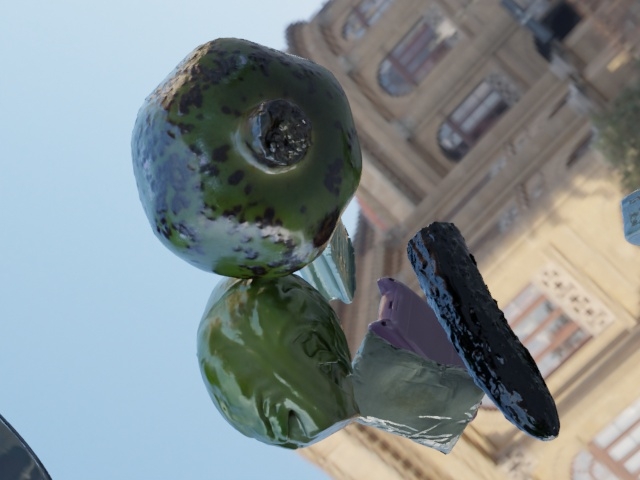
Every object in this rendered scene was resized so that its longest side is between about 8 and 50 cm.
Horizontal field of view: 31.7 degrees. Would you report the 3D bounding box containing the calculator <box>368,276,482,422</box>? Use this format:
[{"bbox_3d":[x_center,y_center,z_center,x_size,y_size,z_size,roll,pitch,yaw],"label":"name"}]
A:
[{"bbox_3d":[0.201,0.199,2.011,0.294,0.043,0.194,45,-150,-19],"label":"calculator"}]

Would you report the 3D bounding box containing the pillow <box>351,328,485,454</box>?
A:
[{"bbox_3d":[0.138,0.240,1.759,0.229,0.148,0.050,22,-175,-16],"label":"pillow"}]

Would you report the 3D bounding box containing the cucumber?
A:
[{"bbox_3d":[0.185,0.105,1.298,0.081,0.072,0.303,0,-135,-27],"label":"cucumber"}]

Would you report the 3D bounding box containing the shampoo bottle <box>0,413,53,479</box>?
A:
[{"bbox_3d":[-0.529,0.332,1.272,0.331,0.343,0.331,44,178,2],"label":"shampoo bottle"}]

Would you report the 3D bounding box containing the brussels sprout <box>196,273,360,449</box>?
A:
[{"bbox_3d":[-0.048,0.129,1.277,0.223,0.161,0.223,-21,-90,-83],"label":"brussels sprout"}]

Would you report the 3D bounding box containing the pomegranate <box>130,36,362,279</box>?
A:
[{"bbox_3d":[-0.073,-0.085,1.153,0.254,0.254,0.270,39,166,-13],"label":"pomegranate"}]

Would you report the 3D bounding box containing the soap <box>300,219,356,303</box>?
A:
[{"bbox_3d":[0.000,0.000,1.562,0.198,0.063,0.115,64,-160,-60],"label":"soap"}]

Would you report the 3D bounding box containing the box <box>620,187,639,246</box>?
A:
[{"bbox_3d":[0.763,-0.063,1.883,0.396,0.396,0.111,11,-116,-30],"label":"box"}]
